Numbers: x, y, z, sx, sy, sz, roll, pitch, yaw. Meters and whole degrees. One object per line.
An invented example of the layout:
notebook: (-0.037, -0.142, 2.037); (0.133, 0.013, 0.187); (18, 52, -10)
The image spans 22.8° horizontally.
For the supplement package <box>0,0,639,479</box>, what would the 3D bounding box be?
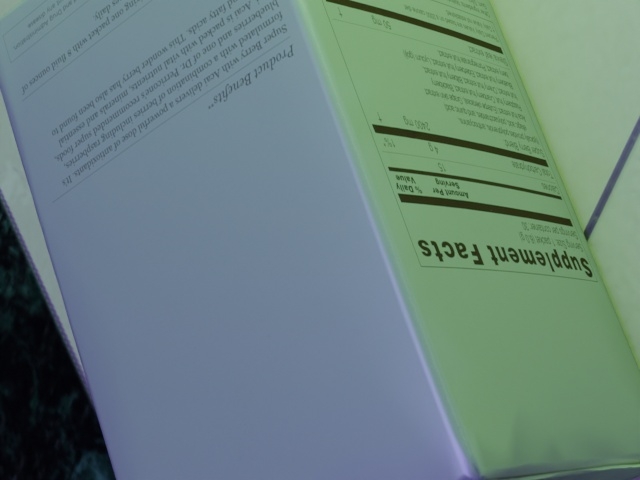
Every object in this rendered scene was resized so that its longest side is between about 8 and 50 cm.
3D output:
supplement package: (0.000, 0.000, 0.723); (0.177, 0.175, 0.293); (-30, 69, 32)
